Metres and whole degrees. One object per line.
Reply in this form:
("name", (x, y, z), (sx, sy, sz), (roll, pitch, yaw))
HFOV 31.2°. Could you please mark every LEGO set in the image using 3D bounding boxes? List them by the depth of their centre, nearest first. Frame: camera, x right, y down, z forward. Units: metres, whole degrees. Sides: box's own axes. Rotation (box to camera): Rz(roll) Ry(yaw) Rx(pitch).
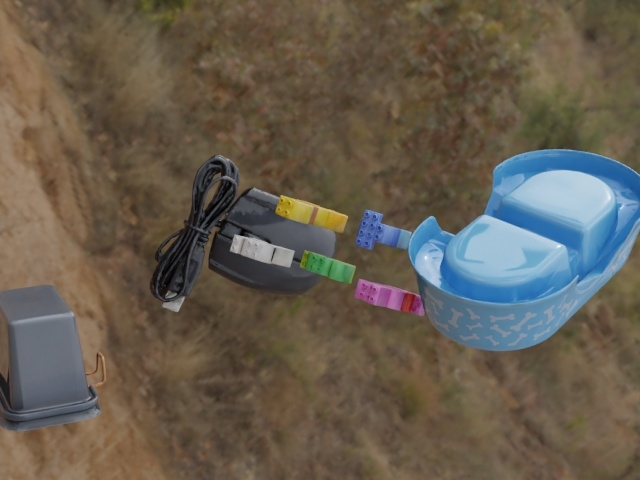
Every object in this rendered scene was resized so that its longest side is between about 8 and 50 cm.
("LEGO set", (0.000, 0.000, 1.171), (0.227, 0.087, 0.093), (17, 2, 33))

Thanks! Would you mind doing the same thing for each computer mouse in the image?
("computer mouse", (-0.066, 0.014, 1.391), (0.072, 0.188, 0.272), (33, 13, 38))

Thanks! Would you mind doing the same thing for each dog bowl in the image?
("dog bowl", (0.210, 0.008, 1.145), (0.166, 0.074, 0.297), (24, 42, 33))

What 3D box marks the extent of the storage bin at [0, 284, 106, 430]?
("storage bin", (-0.238, 0.094, 0.991), (0.135, 0.098, 0.091), (-150, -124, -64))
